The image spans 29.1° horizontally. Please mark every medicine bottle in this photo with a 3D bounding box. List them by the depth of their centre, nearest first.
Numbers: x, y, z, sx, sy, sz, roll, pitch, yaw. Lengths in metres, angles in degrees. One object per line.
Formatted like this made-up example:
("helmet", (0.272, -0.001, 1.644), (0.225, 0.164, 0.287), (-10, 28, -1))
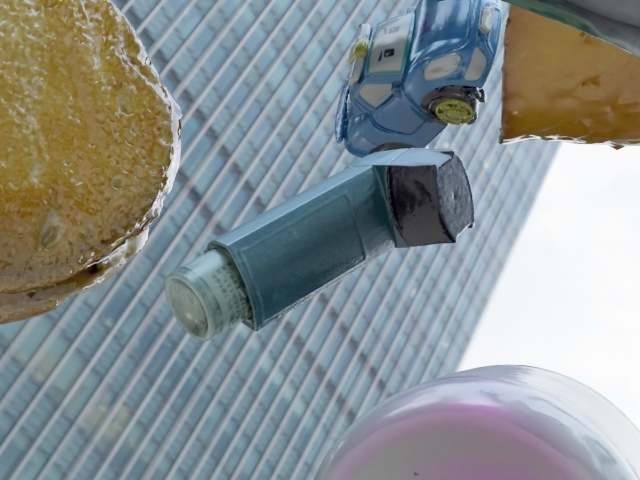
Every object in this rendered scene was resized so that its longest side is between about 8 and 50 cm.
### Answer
("medicine bottle", (0.147, 0.224, 0.959), (0.256, 0.256, 0.325), (16, 3, 19))
("medicine bottle", (0.000, 0.000, 1.011), (0.124, 0.258, 0.079), (14, -54, 52))

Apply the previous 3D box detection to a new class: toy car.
("toy car", (0.121, -0.229, 1.641), (0.166, 0.198, 0.314), (20, -27, -16))

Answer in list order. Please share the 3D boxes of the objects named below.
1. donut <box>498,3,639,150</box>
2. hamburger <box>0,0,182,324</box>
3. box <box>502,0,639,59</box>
("donut", (0.165, -0.171, 0.619), (0.108, 0.277, 0.277), (13, -39, 12))
("hamburger", (-0.279, -0.075, 0.998), (0.290, 0.314, 0.170), (68, -25, 11))
("box", (0.054, -0.188, 0.245), (0.264, 0.106, 0.336), (25, -50, 17))
